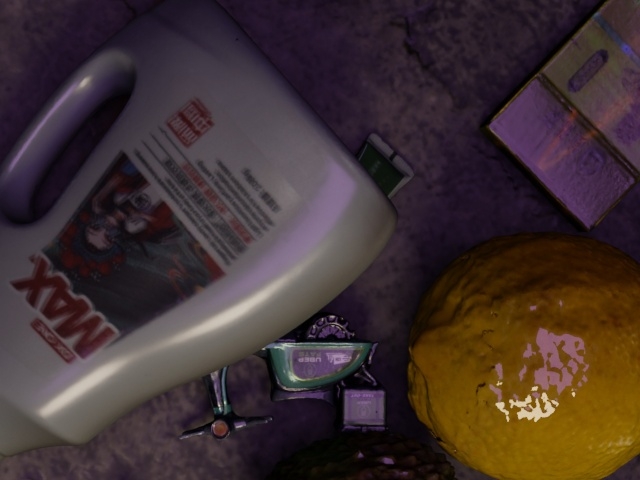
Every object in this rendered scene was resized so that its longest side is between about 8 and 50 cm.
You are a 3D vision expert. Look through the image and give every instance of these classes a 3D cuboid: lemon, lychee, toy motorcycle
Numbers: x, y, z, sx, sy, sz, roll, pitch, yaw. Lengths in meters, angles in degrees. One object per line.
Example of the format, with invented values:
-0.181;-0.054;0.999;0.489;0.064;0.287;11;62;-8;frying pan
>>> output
0.169;0.089;1.382;0.231;0.192;0.192;0;90;-27;lemon
0.030;0.214;1.374;0.171;0.171;0.171;0;90;-10;lychee
-0.035;0.103;1.415;0.173;0.058;0.100;1;89;-7;toy motorcycle

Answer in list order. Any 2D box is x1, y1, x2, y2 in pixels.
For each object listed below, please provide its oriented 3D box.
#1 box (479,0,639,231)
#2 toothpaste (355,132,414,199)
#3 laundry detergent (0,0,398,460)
0.235;-0.116;1.477;0.121;0.030;0.193;45;82;-7;box
0.000;0.000;1.413;0.049;0.031;0.204;43;65;-7;toothpaste
-0.166;0.023;1.346;0.398;0.125;0.264;-41;71;1;laundry detergent
